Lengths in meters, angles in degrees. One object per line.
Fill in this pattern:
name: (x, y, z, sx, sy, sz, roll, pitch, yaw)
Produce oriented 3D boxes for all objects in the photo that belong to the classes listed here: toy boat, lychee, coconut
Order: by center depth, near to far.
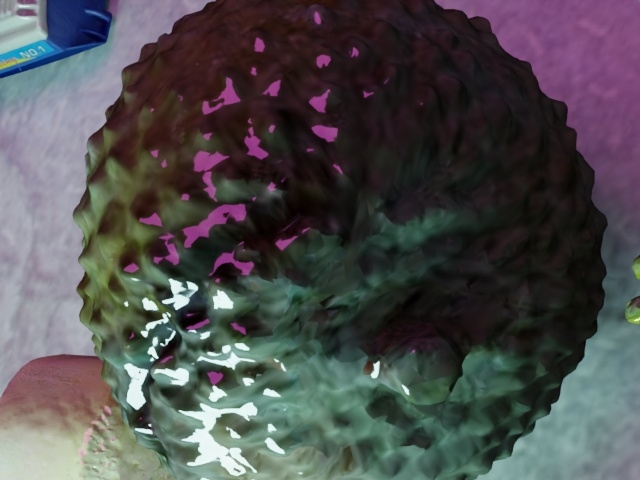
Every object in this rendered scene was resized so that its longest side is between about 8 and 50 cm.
lychee: (0.000, 0.000, 0.839, 0.255, 0.255, 0.274, -51, 38, 4)
coconut: (-0.123, 0.118, 0.968, 0.122, 0.116, 0.116, -4, 64, 37)
toy boat: (-0.277, -0.156, 1.256, 0.295, 0.088, 0.129, -11, 60, 34)

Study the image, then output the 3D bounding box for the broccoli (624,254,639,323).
broccoli: (0.220, 0.032, 0.663, 0.242, 0.180, 0.273, -46, 33, 36)
